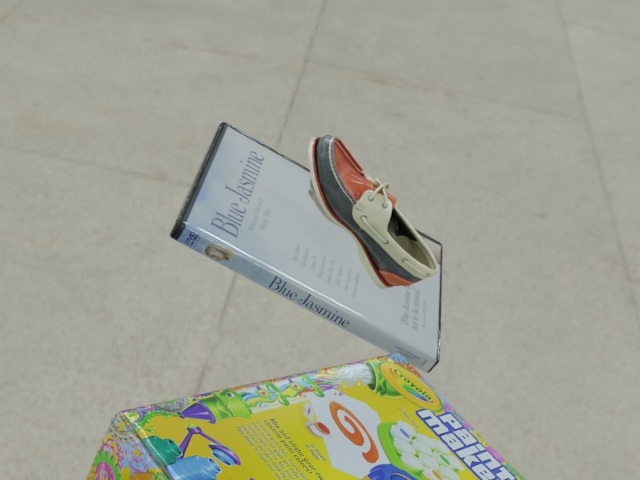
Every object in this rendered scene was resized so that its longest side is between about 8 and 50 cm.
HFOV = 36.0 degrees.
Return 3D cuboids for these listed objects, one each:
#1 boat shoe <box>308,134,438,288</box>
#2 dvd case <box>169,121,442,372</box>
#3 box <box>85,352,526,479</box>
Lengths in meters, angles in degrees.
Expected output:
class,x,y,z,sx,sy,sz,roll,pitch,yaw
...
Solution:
class,x,y,z,sx,sy,sz,roll,pitch,yaw
boat shoe,0.036,-0.020,0.683,0.043,0.137,0.049,-12,37,31
dvd case,0.000,0.000,0.886,0.253,0.022,0.180,28,34,-11
box,0.023,0.247,0.653,0.279,0.177,0.290,-4,39,-46
